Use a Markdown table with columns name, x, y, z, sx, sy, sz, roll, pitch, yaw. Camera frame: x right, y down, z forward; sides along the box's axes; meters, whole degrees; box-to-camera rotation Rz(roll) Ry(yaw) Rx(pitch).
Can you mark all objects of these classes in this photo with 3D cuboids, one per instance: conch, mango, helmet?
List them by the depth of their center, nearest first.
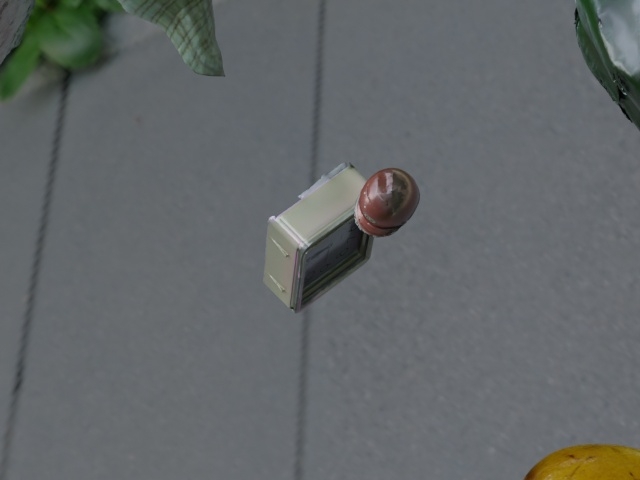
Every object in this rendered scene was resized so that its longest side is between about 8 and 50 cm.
| name | x | y | z | sx | sy | sz | roll | pitch | yaw |
| --- | --- | --- | --- | --- | --- | --- | --- | --- | --- |
| conch | -0.139 | -0.270 | 1.318 | 0.114 | 0.137 | 0.233 | 142 | 128 | -67 |
| mango | 0.303 | 0.264 | 1.491 | 0.219 | 0.112 | 0.144 | -2 | 45 | 4 |
| helmet | 0.073 | -0.046 | 1.693 | 0.065 | 0.049 | 0.084 | 35 | 81 | 10 |

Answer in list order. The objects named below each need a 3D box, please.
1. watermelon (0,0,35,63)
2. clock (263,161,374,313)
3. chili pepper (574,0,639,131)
| name | x | y | z | sx | sy | sz | roll | pitch | yaw |
| --- | --- | --- | --- | --- | --- | --- | --- | --- | --- |
| watermelon | -0.322 | -0.125 | 0.930 | 0.250 | 0.283 | 0.292 | 106 | 167 | -53 |
| clock | 0.000 | 0.000 | 2.048 | 0.147 | 0.192 | 0.071 | -36 | 69 | -22 |
| chili pepper | 0.352 | -0.161 | 1.267 | 0.249 | 0.233 | 0.256 | -18 | 61 | 1 |
